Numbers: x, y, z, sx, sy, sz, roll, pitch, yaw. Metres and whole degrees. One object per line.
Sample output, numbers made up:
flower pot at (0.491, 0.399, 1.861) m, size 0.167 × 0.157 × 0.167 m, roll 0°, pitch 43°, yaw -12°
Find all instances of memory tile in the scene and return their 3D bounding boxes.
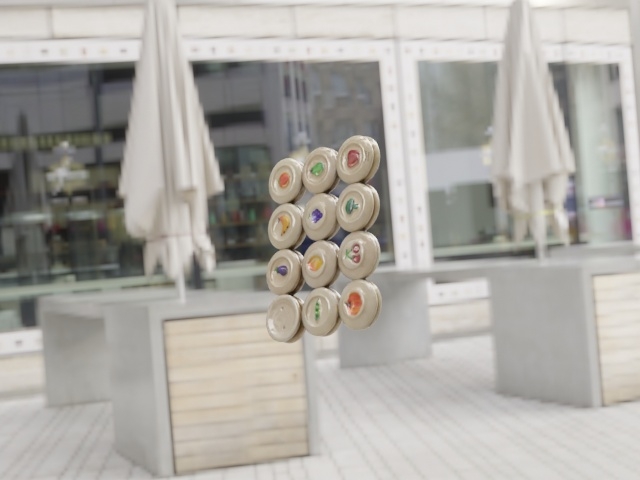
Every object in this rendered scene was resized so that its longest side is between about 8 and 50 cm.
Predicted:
memory tile at (0.000, 0.000, 0.888) m, size 0.113 × 0.148 × 0.012 m, roll -13°, pitch -18°, yaw 42°
